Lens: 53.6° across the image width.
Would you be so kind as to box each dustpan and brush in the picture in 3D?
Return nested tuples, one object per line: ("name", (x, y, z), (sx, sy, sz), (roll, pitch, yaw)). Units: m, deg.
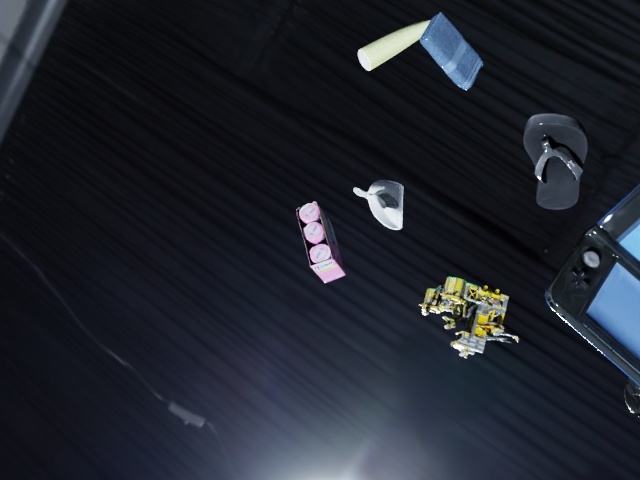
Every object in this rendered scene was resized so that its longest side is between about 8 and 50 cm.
("dustpan and brush", (0.169, -0.128, 1.913), (0.060, 0.211, 0.147), (-11, 115, -21))

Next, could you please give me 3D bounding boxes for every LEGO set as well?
("LEGO set", (0.433, 0.252, 1.956), (0.331, 0.255, 0.192), (141, -32, -72))

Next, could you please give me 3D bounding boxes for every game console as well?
("game console", (0.537, 0.075, 0.944), (0.250, 0.293, 0.173), (-45, 173, -30))

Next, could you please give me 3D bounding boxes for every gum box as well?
("gum box", (0.000, 0.000, 1.635), (0.062, 0.188, 0.107), (-22, 147, 11))

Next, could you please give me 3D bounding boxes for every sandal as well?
("sandal", (0.405, -0.122, 1.077), (0.254, 0.097, 0.054), (53, 41, -50))

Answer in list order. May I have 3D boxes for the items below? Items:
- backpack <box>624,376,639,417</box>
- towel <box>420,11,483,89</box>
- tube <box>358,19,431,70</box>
("backpack", (0.807, 0.330, 1.453), (0.115, 0.182, 0.151), (-93, -179, -48))
("towel", (0.210, -0.302, 1.018), (0.029, 0.119, 0.067), (1, -124, 57))
("tube", (0.214, -0.530, 1.672), (0.240, 0.070, 0.062), (-32, 154, -10))
